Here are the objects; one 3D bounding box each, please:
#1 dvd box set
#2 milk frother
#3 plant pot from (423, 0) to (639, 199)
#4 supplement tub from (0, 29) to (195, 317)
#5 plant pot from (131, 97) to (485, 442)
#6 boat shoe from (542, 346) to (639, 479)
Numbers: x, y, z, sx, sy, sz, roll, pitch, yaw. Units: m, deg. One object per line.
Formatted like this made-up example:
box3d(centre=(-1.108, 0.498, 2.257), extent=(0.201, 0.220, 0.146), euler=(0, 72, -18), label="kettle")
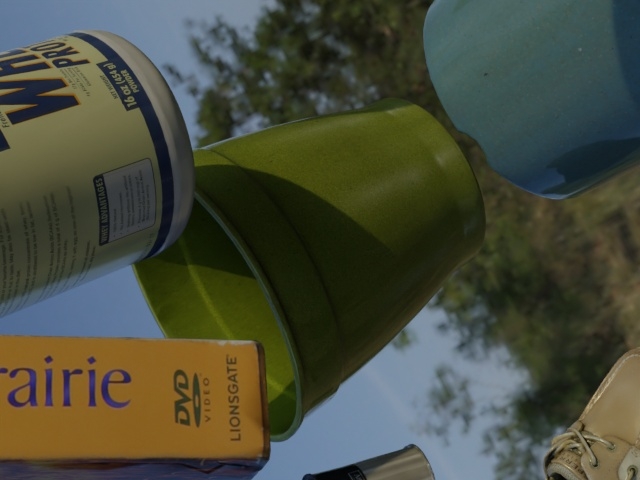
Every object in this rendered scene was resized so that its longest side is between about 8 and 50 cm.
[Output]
box3d(centre=(-0.263, 0.120, 0.674), extent=(0.307, 0.420, 0.062), euler=(126, 143, -59), label="dvd box set")
box3d(centre=(0.052, 0.316, 1.600), extent=(0.143, 0.134, 0.129), euler=(130, 125, -63), label="milk frother")
box3d(centre=(0.295, -0.220, 1.316), extent=(0.341, 0.334, 0.341), euler=(23, -130, -30), label="plant pot")
box3d(centre=(-0.306, -0.049, 1.305), extent=(0.235, 0.325, 0.235), euler=(28, 130, 40), label="supplement tub")
box3d(centre=(0.000, 0.000, 1.727), extent=(0.366, 0.353, 0.366), euler=(41, 147, 34), label="plant pot")
box3d(centre=(0.289, 0.246, 1.485), extent=(0.098, 0.302, 0.109), euler=(29, 173, -37), label="boat shoe")
